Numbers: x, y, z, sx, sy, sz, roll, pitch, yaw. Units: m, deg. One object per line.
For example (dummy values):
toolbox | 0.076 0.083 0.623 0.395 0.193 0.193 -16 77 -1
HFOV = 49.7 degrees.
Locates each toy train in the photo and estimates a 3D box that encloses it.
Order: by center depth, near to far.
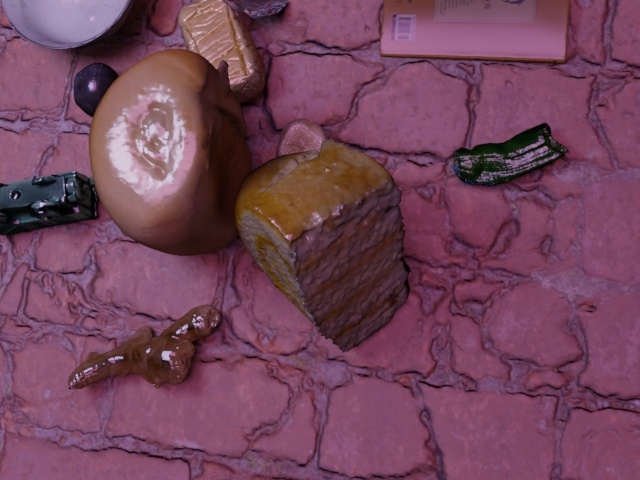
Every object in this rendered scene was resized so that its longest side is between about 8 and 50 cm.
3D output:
toy train | -0.620 -0.078 1.473 0.269 0.154 0.115 -10 79 6

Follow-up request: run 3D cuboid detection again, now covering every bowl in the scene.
bowl | -0.527 -0.541 1.531 0.313 0.146 0.314 -1 80 8

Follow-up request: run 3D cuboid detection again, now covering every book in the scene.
book | 0.326 -0.509 1.455 0.388 0.032 0.269 6 84 10

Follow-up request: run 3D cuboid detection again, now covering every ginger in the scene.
ginger | -0.357 0.238 1.424 0.333 0.081 0.148 -15 75 5

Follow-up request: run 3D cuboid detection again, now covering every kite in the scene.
kite | -0.188 -0.545 1.515 0.229 0.016 0.127 28 42 16

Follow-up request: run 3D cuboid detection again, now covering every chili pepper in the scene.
chili pepper | 0.379 -0.167 1.382 0.224 0.061 0.098 -13 75 5

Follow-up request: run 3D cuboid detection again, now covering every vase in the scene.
vase | -0.440 -0.324 1.511 0.182 0.120 0.120 3 82 -8

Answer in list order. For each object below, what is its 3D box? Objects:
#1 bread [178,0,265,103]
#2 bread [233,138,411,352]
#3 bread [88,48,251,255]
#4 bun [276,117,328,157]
bread | -0.209 -0.403 1.482 0.140 0.106 0.236 -25 79 6
bread | -0.001 0.003 1.308 0.239 0.395 0.264 -38 53 -16
bread | -0.276 -0.146 1.317 0.252 0.376 0.348 1 83 9
bun | -0.037 -0.197 1.446 0.115 0.069 0.115 1 103 6
